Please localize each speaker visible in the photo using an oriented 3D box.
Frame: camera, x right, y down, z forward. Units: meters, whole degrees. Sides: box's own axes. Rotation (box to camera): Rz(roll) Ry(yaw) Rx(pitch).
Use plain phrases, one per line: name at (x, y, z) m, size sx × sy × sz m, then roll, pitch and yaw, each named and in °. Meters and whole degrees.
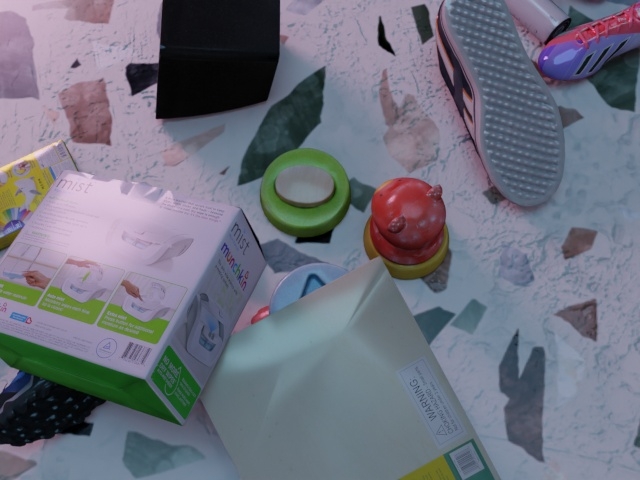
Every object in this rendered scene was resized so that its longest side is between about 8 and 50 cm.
speaker at (0.315, -0.362, 1.322) m, size 0.055 × 0.055 × 0.136 m, roll -38°, pitch 73°, yaw -13°

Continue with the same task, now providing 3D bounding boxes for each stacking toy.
stacking toy at (0.000, 0.000, 1.149) m, size 0.279 × 0.130 × 0.309 m, roll 36°, pitch 73°, yaw 13°

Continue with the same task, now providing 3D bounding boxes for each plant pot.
plant pot at (-0.147, -0.290, 1.241) m, size 0.166 × 0.187 × 0.188 m, roll 4°, pitch 69°, yaw -10°

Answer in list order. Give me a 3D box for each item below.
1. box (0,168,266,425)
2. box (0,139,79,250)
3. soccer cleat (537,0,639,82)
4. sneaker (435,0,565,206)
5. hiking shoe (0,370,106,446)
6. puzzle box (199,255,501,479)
box at (-0.235, 0.055, 1.011) m, size 0.261 × 0.127 × 0.231 m, roll 12°, pitch 58°, yaw 23°
box at (-0.423, -0.057, 1.222) m, size 0.179 × 0.043 × 0.105 m, roll -26°, pitch 71°, yaw -11°
soccer cleat at (0.438, -0.309, 1.279) m, size 0.247 × 0.095 × 0.083 m, roll -19°, pitch 70°, yaw -7°
sneaker at (0.255, -0.207, 1.238) m, size 0.126 × 0.127 × 0.321 m, roll -19°, pitch 95°, yaw 0°
hiking shoe at (-0.318, 0.136, 1.128) m, size 0.304 × 0.113 × 0.132 m, roll -42°, pitch 55°, yaw -16°
puzzle box at (0.047, 0.260, 1.031) m, size 0.272 × 0.052 × 0.409 m, roll -27°, pitch 86°, yaw -6°
